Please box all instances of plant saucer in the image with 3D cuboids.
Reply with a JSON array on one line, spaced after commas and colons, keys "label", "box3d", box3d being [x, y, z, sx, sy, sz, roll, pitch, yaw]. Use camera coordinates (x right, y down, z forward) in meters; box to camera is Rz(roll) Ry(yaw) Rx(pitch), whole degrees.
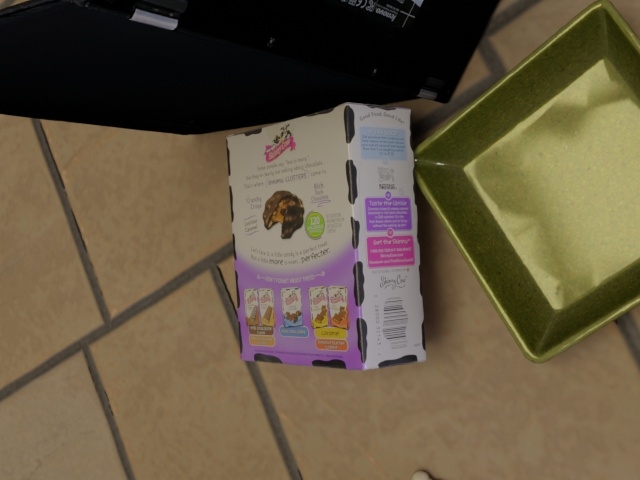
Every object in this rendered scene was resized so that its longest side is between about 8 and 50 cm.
[{"label": "plant saucer", "box3d": [0.184, -0.038, 0.613, 0.188, 0.045, 0.188, -39, 71, 27]}]

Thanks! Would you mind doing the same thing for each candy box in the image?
[{"label": "candy box", "box3d": [0.000, 0.000, 0.693, 0.164, 0.070, 0.196, -4, 89, 51]}]

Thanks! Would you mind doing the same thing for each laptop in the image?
[{"label": "laptop", "box3d": [-0.059, -0.212, 0.565, 0.236, 0.382, 0.408, 35, 110, 27]}]

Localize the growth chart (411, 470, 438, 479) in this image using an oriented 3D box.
[{"label": "growth chart", "box3d": [0.075, 0.303, 0.665, 0.172, 0.021, 0.237, 27, 86, 32]}]
